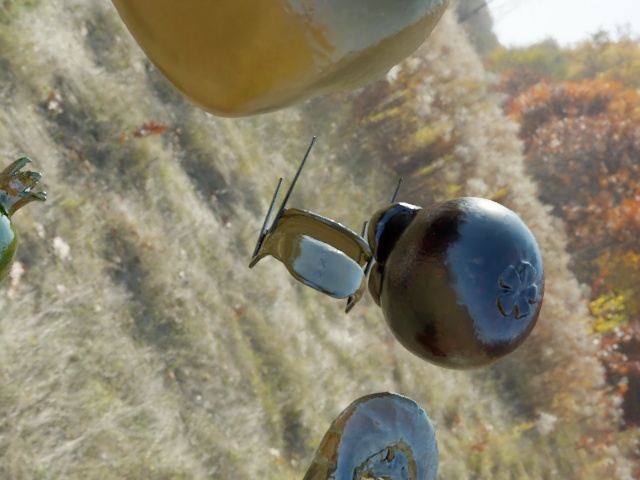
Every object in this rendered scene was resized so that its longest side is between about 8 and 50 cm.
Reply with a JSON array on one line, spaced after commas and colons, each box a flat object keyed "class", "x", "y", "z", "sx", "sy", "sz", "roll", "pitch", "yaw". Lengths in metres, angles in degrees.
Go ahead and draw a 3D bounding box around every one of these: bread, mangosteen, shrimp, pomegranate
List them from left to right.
[{"class": "pomegranate", "x": -0.615, "y": -0.010, "z": 1.618, "sx": 0.231, "sy": 0.286, "sz": 0.231, "roll": 37, "pitch": -43, "yaw": 45}, {"class": "bread", "x": -0.042, "y": -0.319, "z": 0.883, "sx": 0.376, "sy": 0.348, "sz": 0.253, "roll": 62, "pitch": -30, "yaw": -2}, {"class": "shrimp", "x": 0.037, "y": 0.283, "z": 0.982, "sx": 0.143, "sy": 0.251, "sz": 0.052, "roll": 37, "pitch": -1, "yaw": -15}, {"class": "mangosteen", "x": 0.153, "y": 0.048, "z": 1.028, "sx": 0.210, "sy": 0.210, "sz": 0.210, "roll": 56, "pitch": 16, "yaw": -25}]

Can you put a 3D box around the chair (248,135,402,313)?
[{"class": "chair", "x": 0.000, "y": 0.000, "z": 1.291, "sx": 0.159, "sy": 0.172, "sz": 0.247, "roll": 26, "pitch": 57, "yaw": -10}]
